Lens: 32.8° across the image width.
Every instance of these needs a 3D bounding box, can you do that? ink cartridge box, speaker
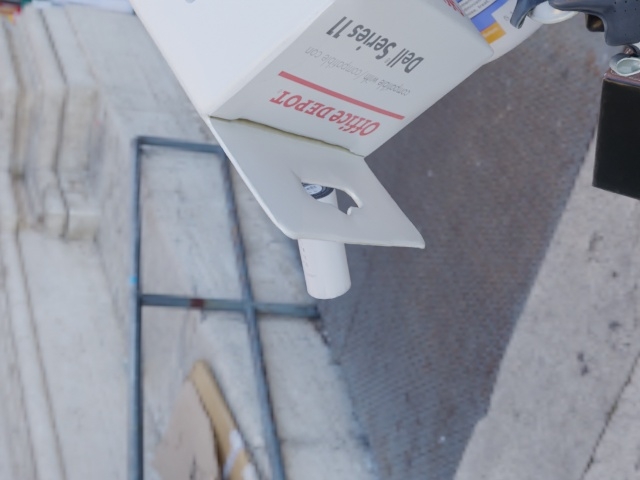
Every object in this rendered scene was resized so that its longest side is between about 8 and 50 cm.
[{"bbox_3d":[-0.027,-0.170,0.640,0.119,0.207,0.353,-39,73,20],"label":"ink cartridge box"},{"bbox_3d":[0.000,0.000,1.279,0.055,0.055,0.136,-130,26,-58],"label":"speaker"}]

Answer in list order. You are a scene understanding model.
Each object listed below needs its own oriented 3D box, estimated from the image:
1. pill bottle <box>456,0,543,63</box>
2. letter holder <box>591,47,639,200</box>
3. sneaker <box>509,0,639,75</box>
[{"bbox_3d":[0.074,-0.281,0.873,0.152,0.272,0.152,-35,29,22],"label":"pill bottle"},{"bbox_3d":[0.487,-0.133,1.201,0.302,0.214,0.152,19,135,28],"label":"letter holder"},{"bbox_3d":[0.152,-0.198,0.621,0.153,0.235,0.094,-37,19,14],"label":"sneaker"}]
